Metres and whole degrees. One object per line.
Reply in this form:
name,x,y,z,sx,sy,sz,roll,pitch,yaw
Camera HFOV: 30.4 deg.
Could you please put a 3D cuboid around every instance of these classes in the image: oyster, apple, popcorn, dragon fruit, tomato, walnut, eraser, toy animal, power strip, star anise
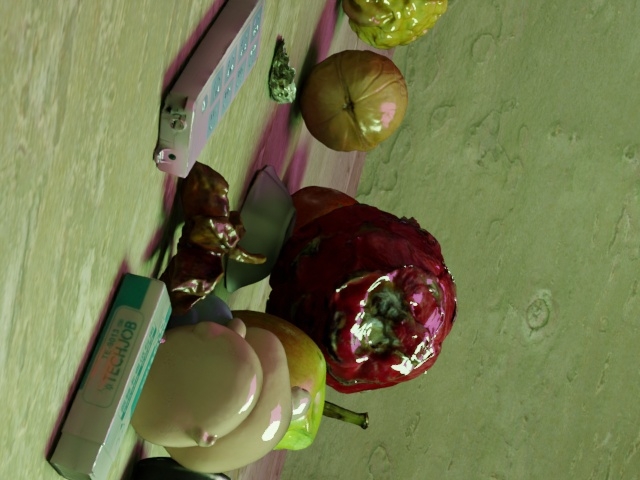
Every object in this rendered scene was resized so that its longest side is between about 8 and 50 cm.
oyster,-0.062,-0.256,1.794,0.098,0.037,0.100,-137,-139,-76
apple,-0.106,0.228,1.742,0.246,0.226,0.246,-166,-90,-90
popcorn,0.132,-0.460,2.255,0.203,0.226,0.200,-23,116,-42
dragon fruit,0.065,0.096,1.897,0.329,0.329,0.329,17,90,-84
tomato,-0.003,0.003,2.271,0.232,0.188,0.232,-34,147,-25
walnut,0.062,-0.249,2.122,0.222,0.195,0.195,-2,109,-84
eraser,-0.225,0.153,1.293,0.095,0.052,0.225,97,12,-68
toy animal,-0.136,0.195,1.504,0.221,0.210,0.229,-82,153,-77
power strip,-0.122,-0.188,1.355,0.279,0.037,0.109,-67,172,-46
star anise,-0.141,0.003,1.445,0.196,0.111,0.212,91,23,-46

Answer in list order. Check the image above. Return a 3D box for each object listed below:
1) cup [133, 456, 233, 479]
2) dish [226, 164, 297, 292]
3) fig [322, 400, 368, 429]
cup,-0.219,0.402,1.665,0.223,0.169,0.176,-19,-126,53
dish,-0.086,-0.011,1.972,0.229,0.081,0.229,17,90,-83
fig,-0.075,0.263,1.996,0.190,0.290,0.190,179,-90,-77
